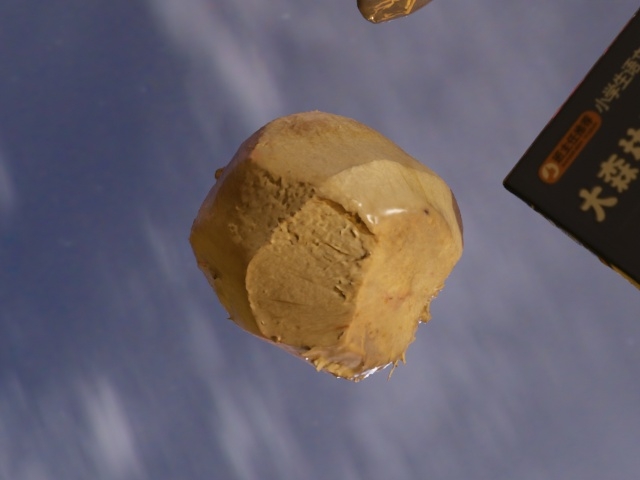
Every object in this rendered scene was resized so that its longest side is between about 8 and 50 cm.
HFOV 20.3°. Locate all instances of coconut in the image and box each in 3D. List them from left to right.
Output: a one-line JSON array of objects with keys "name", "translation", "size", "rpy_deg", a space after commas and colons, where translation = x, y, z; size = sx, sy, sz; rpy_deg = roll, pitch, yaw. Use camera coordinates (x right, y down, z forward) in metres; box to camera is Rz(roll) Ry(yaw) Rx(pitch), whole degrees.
[{"name": "coconut", "translation": [0.001, -0.003, 1.288], "size": [0.194, 0.194, 0.194], "rpy_deg": [19, -64, 43]}]

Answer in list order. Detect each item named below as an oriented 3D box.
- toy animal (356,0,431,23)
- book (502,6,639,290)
[{"name": "toy animal", "translation": [0.141, -0.246, 0.704], "size": [0.302, 0.225, 0.284], "rpy_deg": [-17, -133, 16]}, {"name": "book", "translation": [0.308, -0.033, 1.171], "size": [0.322, 0.018, 0.228], "rpy_deg": [38, -91, 22]}]
